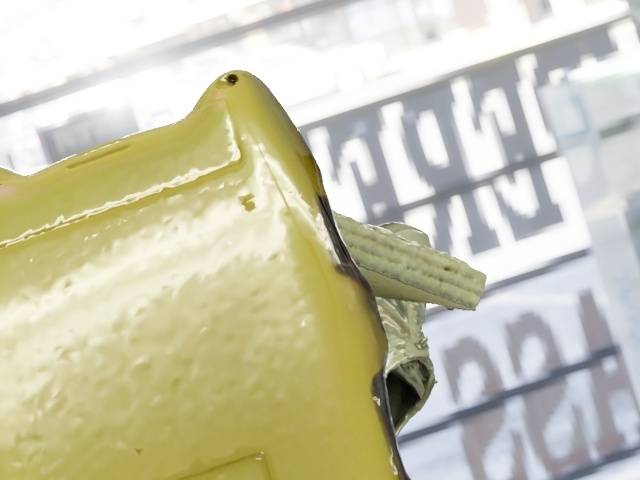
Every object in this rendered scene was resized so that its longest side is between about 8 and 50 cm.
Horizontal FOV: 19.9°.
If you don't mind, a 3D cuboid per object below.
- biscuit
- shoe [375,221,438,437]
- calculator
[{"bbox_3d":[0.000,0.000,1.197,0.199,0.040,0.121,21,-5,-33],"label":"biscuit"},{"bbox_3d":[0.050,0.094,1.515,0.098,0.103,0.275,12,51,17],"label":"shoe"},{"bbox_3d":[-0.052,0.056,0.626,0.157,0.236,0.033,-20,-22,7],"label":"calculator"}]
